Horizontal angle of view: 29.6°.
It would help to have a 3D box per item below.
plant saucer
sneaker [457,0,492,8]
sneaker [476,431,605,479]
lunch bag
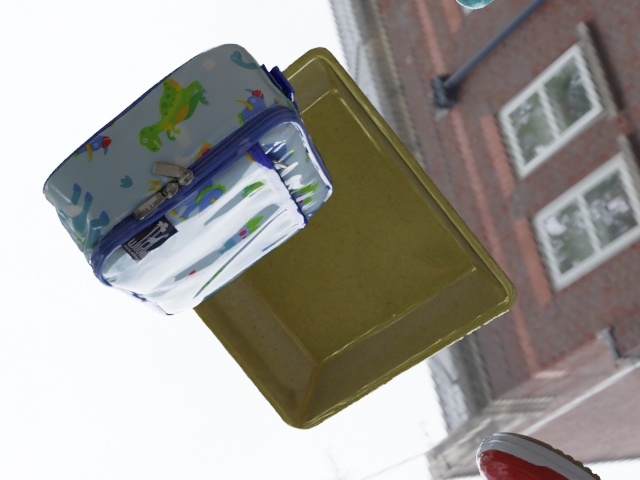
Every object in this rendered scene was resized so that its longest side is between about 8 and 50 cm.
[{"bbox_3d":[0.000,0.000,1.320,0.333,0.332,0.081,52,-149,-5],"label":"plant saucer"},{"bbox_3d":[0.055,-0.294,0.963,0.275,0.107,0.110,36,-115,-6],"label":"sneaker"},{"bbox_3d":[0.086,0.126,0.415,0.118,0.042,0.067,47,-121,-8],"label":"sneaker"},{"bbox_3d":[-0.081,-0.035,0.838,0.176,0.219,0.090,-38,-105,-4],"label":"lunch bag"}]
